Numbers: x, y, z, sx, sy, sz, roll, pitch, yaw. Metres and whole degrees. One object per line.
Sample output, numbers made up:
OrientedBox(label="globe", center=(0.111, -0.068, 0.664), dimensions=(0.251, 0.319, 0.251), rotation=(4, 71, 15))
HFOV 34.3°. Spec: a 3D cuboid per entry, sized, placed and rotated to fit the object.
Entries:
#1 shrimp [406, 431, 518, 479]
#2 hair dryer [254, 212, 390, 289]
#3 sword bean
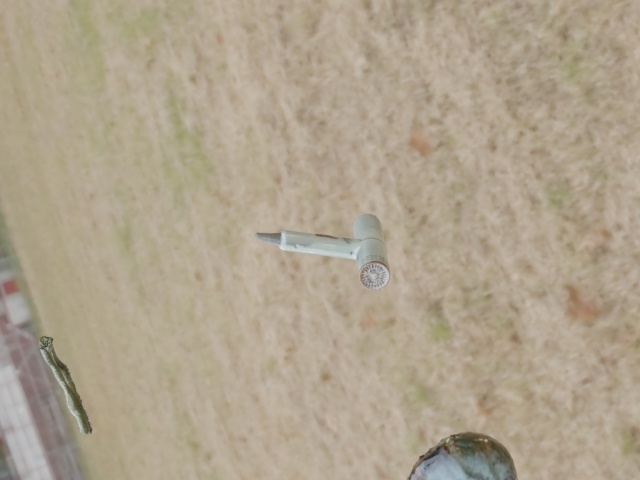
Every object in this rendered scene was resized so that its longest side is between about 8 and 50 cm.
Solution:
OrientedBox(label="shrimp", center=(0.176, 0.341, 1.050), dimensions=(0.172, 0.137, 0.372), rotation=(51, 170, 54))
OrientedBox(label="hair dryer", center=(-0.002, -0.004, 1.351), dimensions=(0.155, 0.183, 0.044), rotation=(-92, 17, -67))
OrientedBox(label="sword bean", center=(-0.164, 0.094, 0.671), dimensions=(0.012, 0.012, 0.083), rotation=(46, 157, 51))
